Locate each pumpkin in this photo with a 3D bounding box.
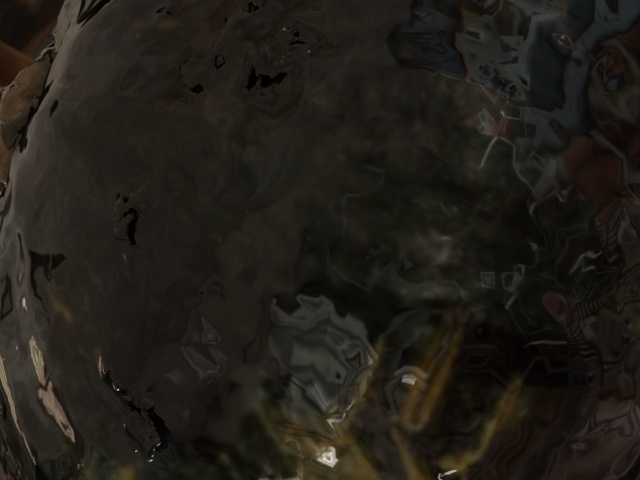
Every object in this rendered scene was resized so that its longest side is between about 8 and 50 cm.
[{"bbox_3d":[0.000,0.000,0.587,0.454,0.344,0.454,-39,-136,52],"label":"pumpkin"}]
